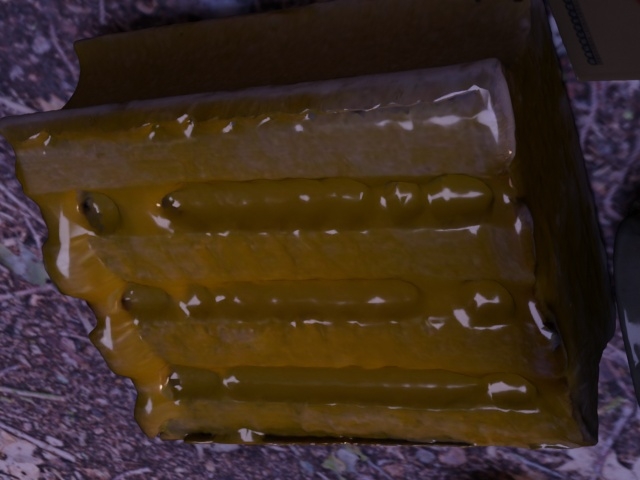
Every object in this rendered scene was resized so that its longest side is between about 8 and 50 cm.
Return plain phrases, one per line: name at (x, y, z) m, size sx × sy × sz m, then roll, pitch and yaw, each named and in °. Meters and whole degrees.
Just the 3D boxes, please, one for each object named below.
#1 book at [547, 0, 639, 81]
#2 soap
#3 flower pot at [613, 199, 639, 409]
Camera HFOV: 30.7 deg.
book at (0.202, -0.139, 0.592) m, size 0.199 × 0.016 × 0.138 m, roll 5°, pitch 137°, yaw 41°
soap at (0.000, 0.000, 0.754) m, size 0.335 × 0.156 × 0.293 m, roll -4°, pitch 127°, yaw 27°
flower pot at (0.268, 0.076, 0.689) m, size 0.141 × 0.235 × 0.235 m, roll -12°, pitch 128°, yaw 6°
